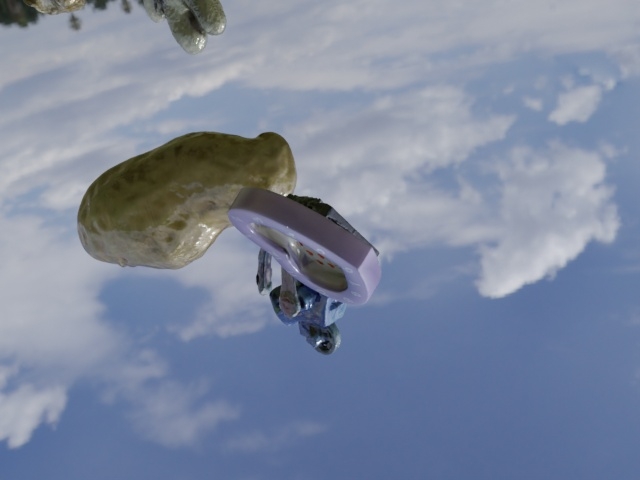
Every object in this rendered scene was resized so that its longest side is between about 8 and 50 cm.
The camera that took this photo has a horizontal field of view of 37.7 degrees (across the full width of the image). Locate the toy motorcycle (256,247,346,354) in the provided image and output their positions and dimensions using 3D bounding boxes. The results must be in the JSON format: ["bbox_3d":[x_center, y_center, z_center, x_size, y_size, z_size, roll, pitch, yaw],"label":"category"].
[{"bbox_3d":[-0.025,0.080,2.055,0.182,0.319,0.241,-8,-140,-21],"label":"toy motorcycle"}]

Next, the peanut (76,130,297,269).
[{"bbox_3d":[-0.213,-0.062,1.465,0.387,0.192,0.169,-21,154,19],"label":"peanut"}]

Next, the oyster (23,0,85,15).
[{"bbox_3d":[-0.359,-0.393,1.188,0.161,0.233,0.107,-18,178,-31],"label":"oyster"}]

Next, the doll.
[{"bbox_3d":[-0.268,-0.468,1.652,0.175,0.278,0.149,-31,-179,15],"label":"doll"}]

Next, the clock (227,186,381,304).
[{"bbox_3d":[0.000,0.000,1.057,0.172,0.198,0.064,7,-118,51],"label":"clock"}]
